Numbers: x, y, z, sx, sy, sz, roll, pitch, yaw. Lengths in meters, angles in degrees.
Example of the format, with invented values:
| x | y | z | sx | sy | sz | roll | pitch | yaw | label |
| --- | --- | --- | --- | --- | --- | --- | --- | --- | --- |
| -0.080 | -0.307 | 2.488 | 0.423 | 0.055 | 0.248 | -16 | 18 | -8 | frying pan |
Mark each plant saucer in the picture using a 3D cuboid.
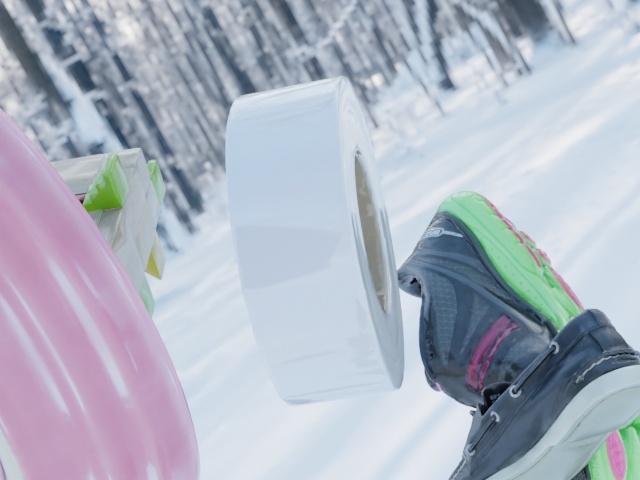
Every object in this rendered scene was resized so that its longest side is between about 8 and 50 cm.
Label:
| x | y | z | sx | sy | sz | roll | pitch | yaw | label |
| --- | --- | --- | --- | --- | --- | --- | --- | --- | --- |
| -0.206 | 0.047 | 0.770 | 0.084 | 0.332 | 0.332 | -36 | 9 | -29 | plant saucer |

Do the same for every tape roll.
| x | y | z | sx | sy | sz | roll | pitch | yaw | label |
| --- | --- | --- | --- | --- | --- | --- | --- | --- | --- |
| 0.000 | 0.000 | 1.232 | 0.100 | 0.286 | 0.286 | -11 | 9 | 10 | tape roll |

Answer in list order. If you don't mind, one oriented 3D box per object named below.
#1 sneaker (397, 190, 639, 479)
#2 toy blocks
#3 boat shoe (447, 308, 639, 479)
| x | y | z | sx | sy | sz | roll | pitch | yaw | label |
| --- | --- | --- | --- | --- | --- | --- | --- | --- | --- |
| 0.235 | 0.147 | 1.653 | 0.202 | 0.185 | 0.483 | -44 | 41 | 14 | sneaker |
| -0.349 | 0.019 | 1.682 | 0.261 | 0.190 | 0.381 | -9 | 32 | 8 | toy blocks |
| 0.211 | 0.185 | 1.421 | 0.127 | 0.113 | 0.340 | -7 | -31 | -27 | boat shoe |
